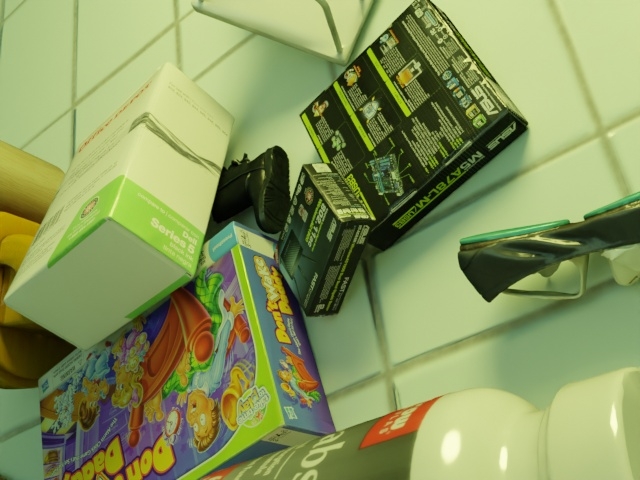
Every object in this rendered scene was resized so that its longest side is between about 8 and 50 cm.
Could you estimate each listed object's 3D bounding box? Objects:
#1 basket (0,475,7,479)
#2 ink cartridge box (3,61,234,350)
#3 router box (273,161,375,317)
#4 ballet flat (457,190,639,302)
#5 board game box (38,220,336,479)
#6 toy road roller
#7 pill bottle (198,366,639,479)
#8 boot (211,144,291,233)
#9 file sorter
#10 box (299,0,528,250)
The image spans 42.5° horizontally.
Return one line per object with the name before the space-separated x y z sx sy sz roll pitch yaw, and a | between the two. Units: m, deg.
basket | -0.475 0.387 0.969 0.299 0.214 0.222 5 76 43
ink cartridge box | -0.218 -0.043 0.931 0.198 0.115 0.272 -33 32 33
router box | 0.000 0.000 0.796 0.092 0.038 0.122 57 140 41
ballet flat | 0.205 0.006 0.628 0.203 0.074 0.074 -18 60 29
board game box | -0.161 0.174 0.872 0.347 0.078 0.233 -37 50 25
toy road roller | -0.375 0.025 1.059 0.241 0.202 0.329 -7 72 27
pill bottle | 0.068 0.219 0.550 0.363 0.210 0.210 -27 55 31
boot | -0.083 -0.046 0.923 0.099 0.045 0.121 -22 51 31
file sorter | -0.017 -0.365 0.859 0.193 0.173 0.277 22 88 10
box | 0.081 -0.118 0.806 0.184 0.045 0.190 -44 49 23
